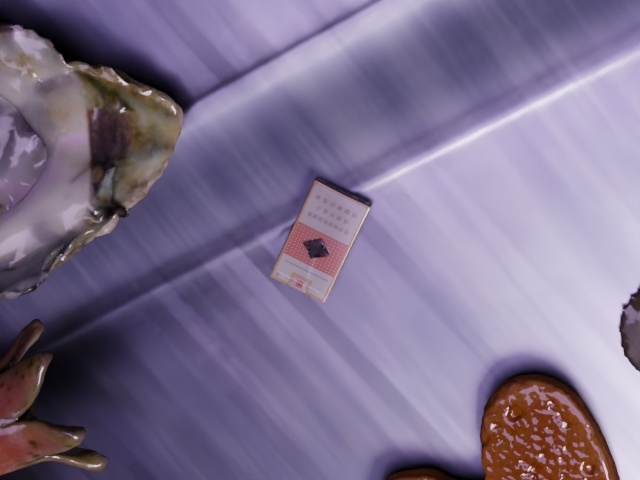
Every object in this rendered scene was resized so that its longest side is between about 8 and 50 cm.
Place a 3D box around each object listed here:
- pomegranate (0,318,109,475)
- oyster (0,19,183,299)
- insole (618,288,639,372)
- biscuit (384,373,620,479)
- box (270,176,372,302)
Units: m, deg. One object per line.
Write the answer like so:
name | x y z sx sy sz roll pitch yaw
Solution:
pomegranate | -0.339 0.178 1.028 0.323 0.291 0.291 -39 98 -20
oyster | -0.270 -0.051 0.985 0.351 0.115 0.238 -13 80 5
insole | 0.373 0.068 0.948 0.328 0.007 0.111 -1 109 13
biscuit | 0.128 0.197 1.026 0.192 0.036 0.186 -16 101 17
box | 0.000 0.000 1.002 0.046 0.012 0.083 26 111 2
